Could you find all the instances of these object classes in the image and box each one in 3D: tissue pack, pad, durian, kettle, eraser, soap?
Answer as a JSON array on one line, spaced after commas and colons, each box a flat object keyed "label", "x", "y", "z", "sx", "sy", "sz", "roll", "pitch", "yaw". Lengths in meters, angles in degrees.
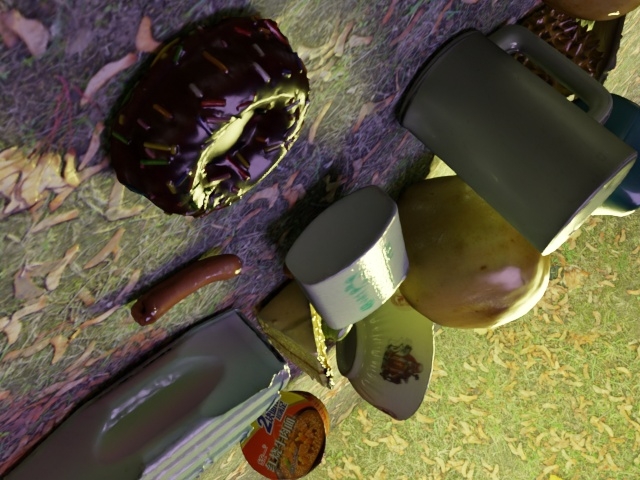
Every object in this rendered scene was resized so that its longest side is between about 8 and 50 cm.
[{"label": "tissue pack", "x": 0.475, "y": -0.154, "z": 1.579, "sx": 0.198, "sy": 0.206, "sz": 0.287, "roll": -55, "pitch": -172, "yaw": -9}, {"label": "pad", "x": 0.541, "y": -0.382, "z": 1.663, "sx": 0.284, "sy": 0.018, "sz": 0.286, "roll": 93, "pitch": 15, "yaw": -69}, {"label": "durian", "x": 0.380, "y": -0.320, "z": 1.523, "sx": 0.260, "sy": 0.154, "sz": 0.186, "roll": -53, "pitch": 138, "yaw": -1}, {"label": "kettle", "x": 0.317, "y": -0.175, "z": 1.332, "sx": 0.265, "sy": 0.318, "sz": 0.205, "roll": -49, "pitch": 162, "yaw": 8}, {"label": "eraser", "x": 0.052, "y": 0.036, "z": 1.411, "sx": 0.189, "sy": 0.104, "sz": 0.290, "roll": -37, "pitch": 159, "yaw": -4}, {"label": "soap", "x": -0.259, "y": 0.307, "z": 1.359, "sx": 0.446, "sy": 0.156, "sz": 0.261, "roll": -35, "pitch": 159, "yaw": -30}]

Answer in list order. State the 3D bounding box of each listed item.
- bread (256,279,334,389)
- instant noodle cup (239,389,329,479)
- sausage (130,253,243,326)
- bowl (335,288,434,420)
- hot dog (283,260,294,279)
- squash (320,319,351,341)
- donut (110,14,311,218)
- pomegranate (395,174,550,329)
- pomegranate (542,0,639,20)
[{"label": "bread", "x": -0.040, "y": 0.168, "z": 1.636, "sx": 0.266, "sy": 0.142, "sz": 0.178, "roll": 84, "pitch": 12, "yaw": -67}, {"label": "instant noodle cup", "x": -0.071, "y": 0.453, "z": 2.079, "sx": 0.213, "sy": 0.213, "sz": 0.174, "roll": -48, "pitch": 170, "yaw": 7}, {"label": "sausage", "x": -0.180, "y": 0.062, "z": 1.172, "sx": 0.177, "sy": 0.047, "sz": 0.040, "roll": -32, "pitch": 174, "yaw": -37}, {"label": "bowl", "x": 0.133, "y": 0.258, "z": 2.068, "sx": 0.158, "sy": 0.337, "sz": 0.337, "roll": 7, "pitch": 139, "yaw": -17}, {"label": "hot dog", "x": 0.000, "y": 0.000, "z": 1.454, "sx": 0.165, "sy": 0.045, "sz": 0.071, "roll": -51, "pitch": 159, "yaw": 15}, {"label": "squash", "x": 0.052, "y": 0.069, "z": 1.595, "sx": 0.066, "sy": 0.066, "sz": 0.252, "roll": 97, "pitch": 9, "yaw": -63}, {"label": "donut", "x": -0.100, "y": -0.119, "z": 0.881, "sx": 0.235, "sy": 0.089, "sz": 0.235, "roll": -39, "pitch": 160, "yaw": -17}, {"label": "pomegranate", "x": 0.277, "y": 0.022, "z": 1.680, "sx": 0.332, "sy": 0.332, "sz": 0.332, "roll": -41, "pitch": 162, "yaw": -16}, {"label": "pomegranate", "x": 0.357, "y": -0.400, "z": 1.112, "sx": 0.233, "sy": 0.233, "sz": 0.233, "roll": -41, "pitch": 162, "yaw": -16}]
